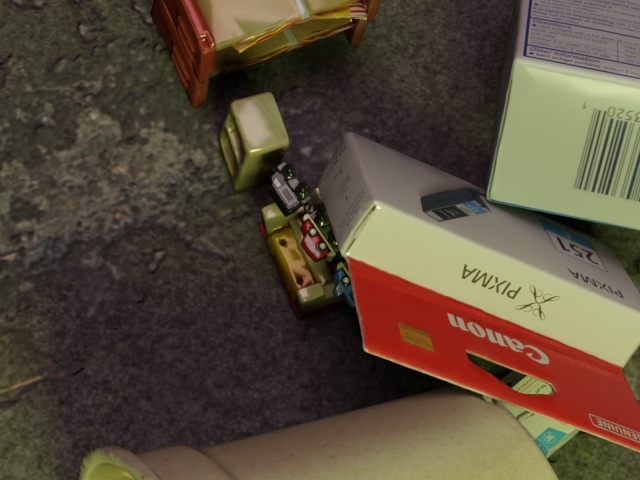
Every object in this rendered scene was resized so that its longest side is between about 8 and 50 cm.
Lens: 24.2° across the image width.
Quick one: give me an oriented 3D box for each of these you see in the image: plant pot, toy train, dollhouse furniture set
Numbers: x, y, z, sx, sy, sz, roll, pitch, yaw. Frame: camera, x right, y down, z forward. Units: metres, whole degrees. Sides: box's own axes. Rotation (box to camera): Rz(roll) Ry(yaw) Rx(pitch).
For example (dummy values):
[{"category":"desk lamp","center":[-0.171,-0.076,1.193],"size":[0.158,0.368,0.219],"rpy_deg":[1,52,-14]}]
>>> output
[{"category":"plant pot","center":[0.020,0.263,1.153],"size":[0.305,0.334,0.334],"rpy_deg":[-20,63,-26]},{"category":"toy train","center":[0.000,0.000,1.344],"size":[0.036,0.027,0.158],"rpy_deg":[-33,84,-12]},{"category":"dollhouse furniture set","center":[-0.008,-0.125,1.469],"size":[0.201,0.152,0.374],"rpy_deg":[-20,80,-14]}]

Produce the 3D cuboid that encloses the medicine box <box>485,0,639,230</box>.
[{"category":"medicine box","center":[0.304,-0.141,1.406],"size":[0.263,0.149,0.289],"rpy_deg":[11,32,4]}]

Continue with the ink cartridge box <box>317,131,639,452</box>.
[{"category":"ink cartridge box","center":[0.155,0.042,1.272],"size":[0.296,0.066,0.261],"rpy_deg":[22,25,-21]}]

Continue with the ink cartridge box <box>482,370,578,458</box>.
[{"category":"ink cartridge box","center":[0.194,0.153,1.363],"size":[0.048,0.028,0.083],"rpy_deg":[-36,67,-21]}]
